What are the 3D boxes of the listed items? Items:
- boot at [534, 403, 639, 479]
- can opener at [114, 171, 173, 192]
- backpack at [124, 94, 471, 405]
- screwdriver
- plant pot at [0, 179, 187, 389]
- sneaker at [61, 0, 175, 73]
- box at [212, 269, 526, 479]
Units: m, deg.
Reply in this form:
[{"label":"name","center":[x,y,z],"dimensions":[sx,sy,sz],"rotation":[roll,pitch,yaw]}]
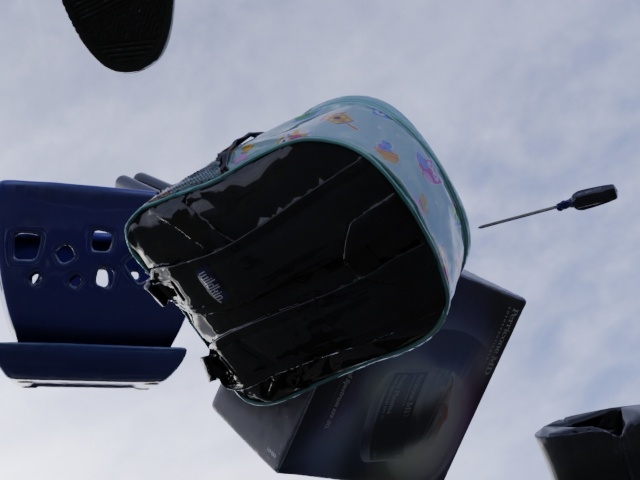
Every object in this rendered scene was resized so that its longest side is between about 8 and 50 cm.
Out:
[{"label":"boot","center":[0.404,0.492,1.199],"dimensions":[0.367,0.146,0.445],"rotation":[-15,-84,-4]},{"label":"can opener","center":[-0.241,-0.042,1.331],"dimensions":[0.074,0.280,0.093],"rotation":[-14,-57,-46]},{"label":"backpack","center":[0.000,0.000,0.515],"dimensions":[0.188,0.144,0.166],"rotation":[-24,-77,38]},{"label":"screwdriver","center":[0.269,-0.033,0.960],"dimensions":[0.170,0.025,0.024],"rotation":[-20,-31,25]},{"label":"plant pot","center":[-0.268,0.067,0.950],"dimensions":[0.236,0.236,0.212],"rotation":[5,-104,-18]},{"label":"sneaker","center":[-0.202,-0.295,0.772],"dimensions":[0.124,0.178,0.295],"rotation":[-12,-87,-2]},{"label":"box","center":[0.069,0.146,1.048],"dimensions":[0.294,0.183,0.296],"rotation":[20,-84,-39]}]
